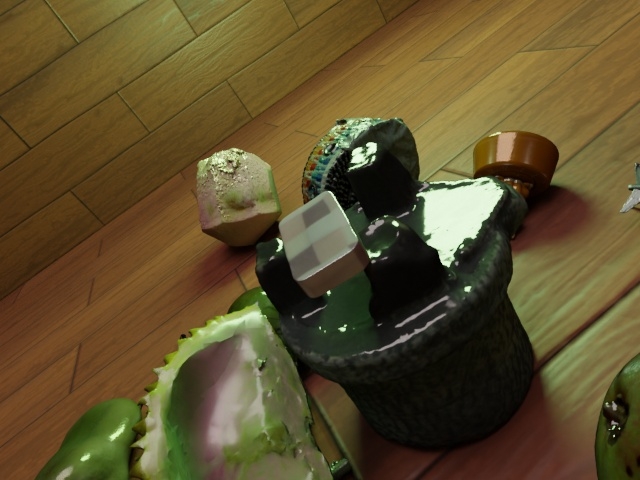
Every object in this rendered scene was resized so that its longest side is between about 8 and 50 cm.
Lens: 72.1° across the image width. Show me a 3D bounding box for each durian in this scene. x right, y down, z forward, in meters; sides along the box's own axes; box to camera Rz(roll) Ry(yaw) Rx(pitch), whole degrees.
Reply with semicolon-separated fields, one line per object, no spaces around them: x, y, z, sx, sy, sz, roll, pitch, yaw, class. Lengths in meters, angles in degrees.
-0.058;0.224;0.402;0.169;0.158;0.352;-35;63;3;durian

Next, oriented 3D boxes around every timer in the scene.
0.303;-0.077;0.708;0.132;0.132;0.152;-2;64;45;timer

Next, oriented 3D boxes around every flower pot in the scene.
0.103;0.050;0.517;0.299;0.283;0.299;-27;28;16;flower pot

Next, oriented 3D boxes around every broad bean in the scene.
-0.384;0.370;0.736;0.189;0.121;0.263;-39;13;-1;broad bean

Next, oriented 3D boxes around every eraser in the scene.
0.000;0.000;0.396;0.065;0.026;0.105;-30;35;7;eraser

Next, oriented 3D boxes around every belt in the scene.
0.085;-0.137;0.915;0.257;0.207;0.150;-47;32;-8;belt

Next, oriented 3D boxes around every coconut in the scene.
-0.225;-0.103;1.174;0.233;0.245;0.233;-12;-8;-2;coconut

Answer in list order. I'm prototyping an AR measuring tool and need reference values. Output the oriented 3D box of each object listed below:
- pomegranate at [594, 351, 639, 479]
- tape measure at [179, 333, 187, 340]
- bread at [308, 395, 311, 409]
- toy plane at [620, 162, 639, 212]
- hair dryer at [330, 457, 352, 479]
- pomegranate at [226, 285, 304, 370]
0.292;0.164;0.290;0.179;0.210;0.179;-42;-8;-8;pomegranate
-0.228;0.232;0.713;0.104;0.180;0.107;5;43;28;tape measure
-0.116;0.268;0.597;0.228;0.034;0.228;-20;7;3;bread
0.485;-0.055;0.515;0.226;0.058;0.226;7;64;52;toy plane
-0.056;0.357;0.452;0.224;0.088;0.219;-16;36;2;hair dryer
-0.052;0.142;0.703;0.191;0.152;0.131;-12;20;-3;pomegranate
